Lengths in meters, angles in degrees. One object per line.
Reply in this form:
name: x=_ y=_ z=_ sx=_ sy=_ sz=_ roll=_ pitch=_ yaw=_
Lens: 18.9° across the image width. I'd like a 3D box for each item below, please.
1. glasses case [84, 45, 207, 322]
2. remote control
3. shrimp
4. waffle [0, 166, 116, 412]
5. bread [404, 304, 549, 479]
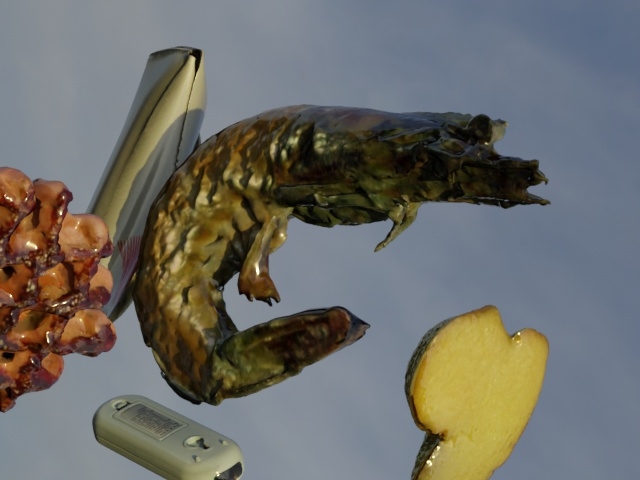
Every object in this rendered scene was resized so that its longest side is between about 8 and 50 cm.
glasses case: x=-0.170 y=-0.042 z=1.809 sx=0.083 sy=0.308 sz=0.128 roll=27 pitch=-17 yaw=-16
remote control: x=-0.188 y=0.243 z=2.331 sx=0.244 sy=0.087 sz=0.047 roll=20 pitch=-56 yaw=43
shrimp: x=0.000 y=0.000 z=1.549 sx=0.445 sy=0.272 sz=0.085 roll=-9 pitch=-32 yaw=42
waffle: x=-0.227 y=0.046 z=1.110 sx=0.055 sy=0.234 sz=0.221 roll=62 pitch=-2 yaw=35
bread: x=0.115 y=0.143 z=1.688 sx=0.149 sy=0.187 sz=0.065 roll=26 pitch=1 yaw=-41
